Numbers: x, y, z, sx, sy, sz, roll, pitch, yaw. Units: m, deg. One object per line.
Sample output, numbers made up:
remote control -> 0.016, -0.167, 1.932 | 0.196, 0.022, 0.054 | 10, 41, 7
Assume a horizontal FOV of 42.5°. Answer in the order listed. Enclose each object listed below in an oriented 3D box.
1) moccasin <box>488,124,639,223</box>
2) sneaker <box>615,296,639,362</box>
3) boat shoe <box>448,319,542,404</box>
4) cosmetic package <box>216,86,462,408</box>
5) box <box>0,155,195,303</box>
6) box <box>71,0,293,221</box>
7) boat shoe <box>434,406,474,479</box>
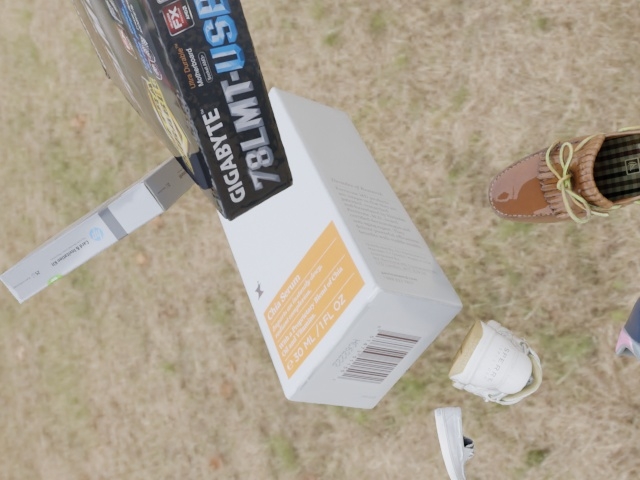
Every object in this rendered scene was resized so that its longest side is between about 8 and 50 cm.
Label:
moccasin -> 0.426, -0.097, 1.247 | 0.380, 0.147, 0.139 | -4, 90, 38
sneaker -> 0.439, 0.184, 0.900 | 0.319, 0.112, 0.131 | -108, 35, -48
boat shoe -> 0.220, 0.158, 1.004 | 0.096, 0.277, 0.098 | 28, 92, 16
cosmetic package -> 0.000, 0.000, 1.237 | 0.230, 0.162, 0.453 | -54, 41, 27
box -> -0.216, -0.019, 0.835 | 0.186, 0.145, 0.038 | -30, 102, 16
box -> -0.149, -0.203, 0.652 | 0.293, 0.073, 0.295 | 44, 159, 41
boat shoe -> 0.274, 0.408, 1.635 | 0.066, 0.063, 0.184 | -69, -35, -72
